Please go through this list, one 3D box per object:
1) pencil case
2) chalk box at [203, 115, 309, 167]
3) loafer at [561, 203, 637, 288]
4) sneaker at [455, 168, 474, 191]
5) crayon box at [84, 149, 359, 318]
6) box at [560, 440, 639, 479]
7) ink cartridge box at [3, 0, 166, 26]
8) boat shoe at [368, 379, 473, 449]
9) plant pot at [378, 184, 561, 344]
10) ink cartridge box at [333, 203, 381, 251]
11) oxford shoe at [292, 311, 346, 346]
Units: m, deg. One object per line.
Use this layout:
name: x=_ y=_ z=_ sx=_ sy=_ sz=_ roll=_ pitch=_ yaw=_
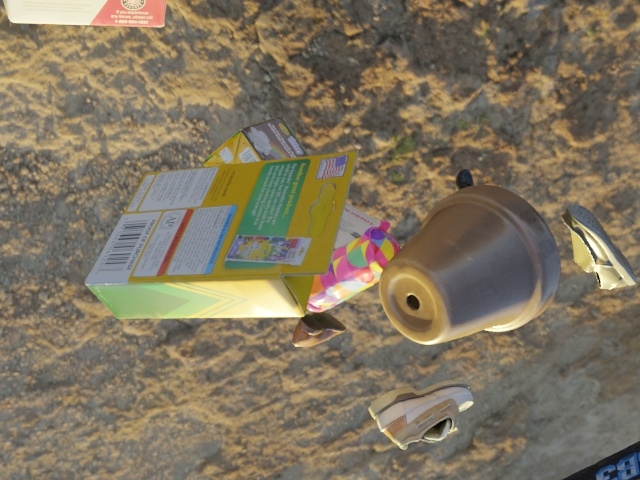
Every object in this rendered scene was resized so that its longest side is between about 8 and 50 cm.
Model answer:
pencil case: x=0.054 y=0.057 z=1.233 sx=0.104 sy=0.104 sz=0.236 roll=23 pitch=139 yaw=-35
chalk box: x=-0.117 y=-0.169 z=1.364 sx=0.132 sy=0.132 sz=0.213 roll=-34 pitch=180 yaw=32
loafer: x=0.584 y=0.026 z=1.372 sx=0.087 sy=0.094 sz=0.251 roll=-34 pitch=115 yaw=27
sneaker: x=0.379 y=-0.102 z=1.617 sx=0.051 sy=0.089 sz=0.170 roll=8 pitch=83 yaw=-16
crayon box: x=-0.110 y=-0.004 z=0.814 sx=0.323 sy=0.203 sz=0.083 roll=-3 pitch=137 yaw=22
box: x=0.397 y=0.286 z=0.603 sx=0.296 sy=0.073 sz=0.293 roll=-37 pitch=110 yaw=19
ink cartridge box: x=-0.403 y=-0.582 z=1.096 sx=0.279 sy=0.160 sz=0.384 roll=-7 pitch=139 yaw=-29
boat shoe: x=0.225 y=0.360 z=1.312 sx=0.302 sy=0.103 sz=0.113 roll=3 pitch=137 yaw=-44
plant pot: x=0.228 y=0.061 z=1.069 sx=0.229 sy=0.263 sz=0.263 roll=-25 pitch=136 yaw=-38
ink cartridge box: x=0.000 y=0.000 z=1.688 sx=0.289 sy=0.211 sz=0.121 roll=-22 pitch=135 yaw=-46
oxford shoe: x=-0.008 y=0.225 z=1.593 sx=0.076 sy=0.076 sz=0.212 roll=-58 pitch=152 yaw=15
